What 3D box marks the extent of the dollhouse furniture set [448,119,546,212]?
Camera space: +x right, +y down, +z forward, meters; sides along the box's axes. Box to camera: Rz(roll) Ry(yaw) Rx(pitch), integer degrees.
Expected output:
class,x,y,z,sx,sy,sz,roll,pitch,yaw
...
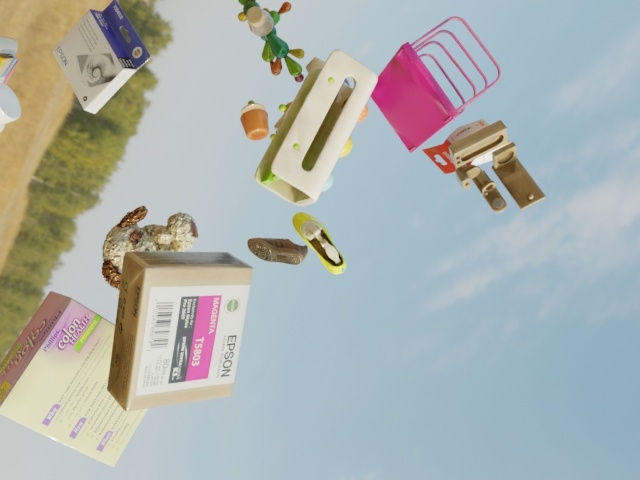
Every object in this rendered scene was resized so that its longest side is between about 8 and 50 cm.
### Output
class,x,y,z,sx,sy,sz,roll,pitch,yaw
dollhouse furniture set,0.354,-0.135,1.353,0.144,0.151,0.123,-27,-122,2

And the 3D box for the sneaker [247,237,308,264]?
class,x,y,z,sx,sy,sz,roll,pitch,yaw
sneaker,-0.125,0.025,2.026,0.071,0.188,0.066,-48,148,-48

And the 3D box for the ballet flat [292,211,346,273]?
class,x,y,z,sx,sy,sz,roll,pitch,yaw
ballet flat,0.000,0.000,2.023,0.077,0.231,0.077,-36,171,-9

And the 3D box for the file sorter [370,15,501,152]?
class,x,y,z,sx,sy,sz,roll,pitch,yaw
file sorter,0.280,-0.383,1.680,0.182,0.202,0.290,-36,180,-15

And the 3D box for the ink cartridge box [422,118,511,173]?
class,x,y,z,sx,sy,sz,roll,pitch,yaw
ink cartridge box,0.365,-0.240,1.715,0.145,0.179,0.045,-119,-164,-52

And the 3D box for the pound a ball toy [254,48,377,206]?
class,x,y,z,sx,sy,sz,roll,pitch,yaw
pound a ball toy,-0.002,-0.225,1.338,0.319,0.135,0.208,-63,-163,-13

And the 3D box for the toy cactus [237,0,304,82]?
class,x,y,z,sx,sy,sz,roll,pitch,yaw
toy cactus,-0.102,-0.432,1.387,0.112,0.219,0.180,-25,177,8

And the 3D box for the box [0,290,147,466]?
class,x,y,z,sx,sy,sz,roll,pitch,yaw
box,-0.428,0.247,1.216,0.117,0.243,0.213,6,-119,49

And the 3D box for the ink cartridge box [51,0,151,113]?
class,x,y,z,sx,sy,sz,roll,pitch,yaw
ink cartridge box,-0.571,-0.482,1.757,0.224,0.045,0.223,-39,-109,16

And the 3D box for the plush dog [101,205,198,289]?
class,x,y,z,sx,sy,sz,roll,pitch,yaw
plush dog,-0.483,0.028,1.827,0.210,0.225,0.262,7,-102,36

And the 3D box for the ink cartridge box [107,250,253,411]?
class,x,y,z,sx,sy,sz,roll,pitch,yaw
ink cartridge box,-0.223,0.139,1.085,0.088,0.193,0.235,24,-72,49

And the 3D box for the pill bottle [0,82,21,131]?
class,x,y,z,sx,sy,sz,roll,pitch,yaw
pill bottle,-0.642,-0.227,1.243,0.169,0.094,0.094,-18,-143,11

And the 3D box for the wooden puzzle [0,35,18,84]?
class,x,y,z,sx,sy,sz,roll,pitch,yaw
wooden puzzle,-0.863,-0.421,1.797,0.239,0.044,0.221,-65,-164,9

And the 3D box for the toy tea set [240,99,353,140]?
class,x,y,z,sx,sy,sz,roll,pitch,yaw
toy tea set,-0.059,-0.335,1.836,0.200,0.336,0.124,-31,-116,39

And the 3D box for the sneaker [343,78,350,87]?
class,x,y,z,sx,sy,sz,roll,pitch,yaw
sneaker,0.010,-0.443,2.070,0.082,0.069,0.209,-38,-164,-29
